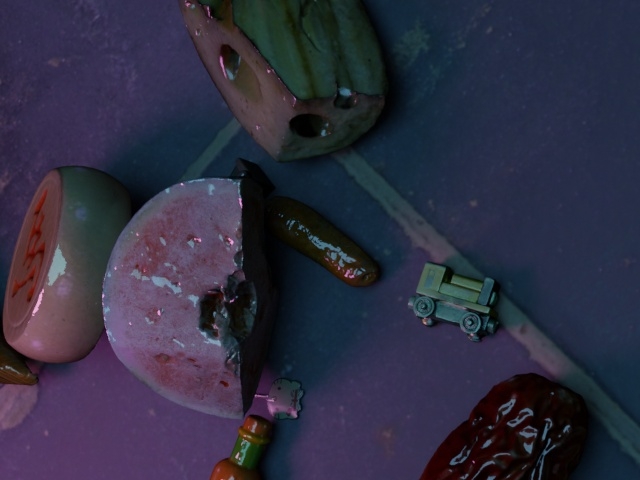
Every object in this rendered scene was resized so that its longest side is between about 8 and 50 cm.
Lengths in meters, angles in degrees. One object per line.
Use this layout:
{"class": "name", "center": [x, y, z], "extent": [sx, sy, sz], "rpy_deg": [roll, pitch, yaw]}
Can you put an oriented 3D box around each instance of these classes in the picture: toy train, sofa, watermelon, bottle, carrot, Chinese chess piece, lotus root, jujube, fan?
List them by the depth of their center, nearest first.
{"class": "jujube", "center": [0.216, 0.261, 1.641], "extent": [0.155, 0.155, 0.230], "rpy_deg": [32, 91, 24]}
{"class": "toy train", "center": [0.169, 0.076, 1.739], "extent": [0.122, 0.050, 0.081], "rpy_deg": [15, 80, 25]}
{"class": "watermelon", "center": [-0.159, 0.055, 1.798], "extent": [0.188, 0.175, 0.322], "rpy_deg": [10, 102, 12]}
{"class": "carrot", "center": [0.000, 0.000, 1.820], "extent": [0.186, 0.060, 0.060], "rpy_deg": [32, 98, 22]}
{"class": "bottle", "center": [-0.113, 0.317, 1.827], "extent": [0.069, 0.069, 0.187], "rpy_deg": [23, 94, 25]}
{"class": "lotus root", "center": [-0.048, -0.253, 1.838], "extent": [0.210, 0.142, 0.314], "rpy_deg": [-19, 67, -17]}
{"class": "fan", "center": [-0.060, 0.208, 1.850], "extent": [0.083, 0.004, 0.056], "rpy_deg": [5, 86, 26]}
{"class": "sofa", "center": [-0.140, -0.046, 1.874], "extent": [0.147, 0.085, 0.060], "rpy_deg": [-46, 71, 14]}
{"class": "Chinese chess piece", "center": [-0.341, 0.032, 1.875], "extent": [0.273, 0.102, 0.273], "rpy_deg": [-48, 33, 47]}

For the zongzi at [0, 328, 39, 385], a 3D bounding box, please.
{"class": "zongzi", "center": [-0.562, 0.190, 2.025], "extent": [0.288, 0.134, 0.286], "rpy_deg": [42, 108, 15]}
